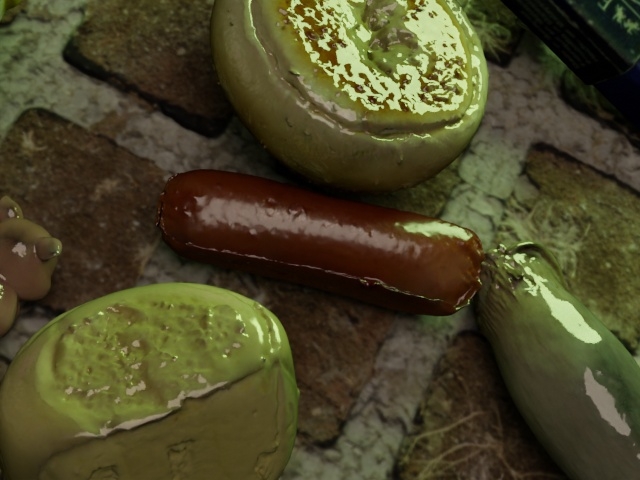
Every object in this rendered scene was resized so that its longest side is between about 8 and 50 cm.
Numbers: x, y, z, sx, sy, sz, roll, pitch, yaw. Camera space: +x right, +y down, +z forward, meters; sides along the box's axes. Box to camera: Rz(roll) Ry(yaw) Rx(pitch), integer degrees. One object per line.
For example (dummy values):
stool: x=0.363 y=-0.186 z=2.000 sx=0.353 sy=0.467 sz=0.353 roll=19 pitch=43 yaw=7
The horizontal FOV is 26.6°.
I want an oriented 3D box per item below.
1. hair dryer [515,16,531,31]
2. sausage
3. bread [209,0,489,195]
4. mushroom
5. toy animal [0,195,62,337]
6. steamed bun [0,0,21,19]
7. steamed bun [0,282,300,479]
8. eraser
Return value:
hair dryer: x=0.199 y=-0.356 z=1.570 sx=0.237 sy=0.075 sz=0.206 roll=18 pitch=71 yaw=3
sausage: x=0.000 y=0.000 z=1.349 sx=0.330 sy=0.102 sz=0.102 roll=13 pitch=66 yaw=-7
bread: x=0.025 y=-0.178 z=1.385 sx=0.305 sy=0.159 sz=0.306 roll=10 pitch=57 yaw=-16
mushroom: x=0.288 y=0.168 z=1.337 sx=0.397 sy=0.126 sz=0.177 roll=45 pitch=46 yaw=6
toy animal: x=-0.298 y=0.039 z=1.270 sx=0.083 sy=0.089 sz=0.150 roll=29 pitch=74 yaw=-5
steamed bun: x=-0.458 y=-0.236 z=1.221 sx=0.334 sy=0.334 sz=0.374 roll=29 pitch=70 yaw=0
steamed bun: x=-0.160 y=0.158 z=1.186 sx=0.273 sy=0.232 sz=0.166 roll=-22 pitch=50 yaw=-17
eraser: x=0.306 y=-0.266 z=1.482 sx=0.332 sy=0.101 sz=0.155 roll=41 pitch=72 yaw=-13
